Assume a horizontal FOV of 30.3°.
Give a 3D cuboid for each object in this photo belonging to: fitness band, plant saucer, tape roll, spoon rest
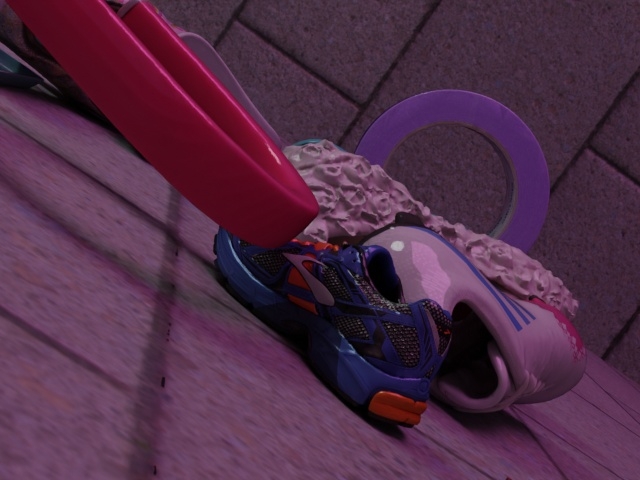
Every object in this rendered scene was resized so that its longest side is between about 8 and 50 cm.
[{"bbox_3d":[-0.112,-0.109,0.767,0.291,0.054,0.209,47,4,8],"label":"fitness band"},{"bbox_3d":[-0.281,-0.149,0.954,0.067,0.018,0.192,36,6,1],"label":"plant saucer"},{"bbox_3d":[0.174,-0.071,1.641,0.275,0.275,0.090,35,6,-4],"label":"tape roll"},{"bbox_3d":[-0.107,-0.116,1.209,0.084,0.137,0.276,8,-11,21],"label":"spoon rest"}]

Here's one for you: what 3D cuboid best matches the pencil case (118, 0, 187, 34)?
[{"bbox_3d":[-0.296,-0.273,1.384,0.284,0.124,0.124,33,6,-7],"label":"pencil case"}]

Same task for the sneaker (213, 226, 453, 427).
[{"bbox_3d":[0.011,0.034,0.797,0.221,0.087,0.083,39,6,37],"label":"sneaker"}]

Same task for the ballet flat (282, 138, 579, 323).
[{"bbox_3d":[0.099,0.049,1.144,0.409,0.147,0.147,28,8,-30],"label":"ballet flat"}]

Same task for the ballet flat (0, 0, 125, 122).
[{"bbox_3d":[-0.233,-0.191,1.093,0.106,0.107,0.316,21,-8,14],"label":"ballet flat"}]

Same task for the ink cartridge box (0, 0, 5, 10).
[{"bbox_3d":[-0.306,-0.178,0.688,0.218,0.092,0.158,37,6,-6],"label":"ink cartridge box"}]

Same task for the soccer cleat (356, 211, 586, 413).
[{"bbox_3d":[0.137,0.101,0.994,0.331,0.116,0.143,32,28,-44],"label":"soccer cleat"}]

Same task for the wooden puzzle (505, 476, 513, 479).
[{"bbox_3d":[0.164,0.190,0.811,0.083,0.006,0.049,33,6,-17],"label":"wooden puzzle"}]
